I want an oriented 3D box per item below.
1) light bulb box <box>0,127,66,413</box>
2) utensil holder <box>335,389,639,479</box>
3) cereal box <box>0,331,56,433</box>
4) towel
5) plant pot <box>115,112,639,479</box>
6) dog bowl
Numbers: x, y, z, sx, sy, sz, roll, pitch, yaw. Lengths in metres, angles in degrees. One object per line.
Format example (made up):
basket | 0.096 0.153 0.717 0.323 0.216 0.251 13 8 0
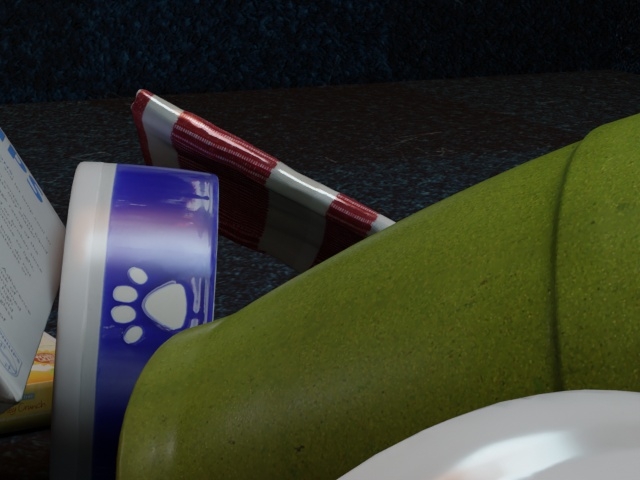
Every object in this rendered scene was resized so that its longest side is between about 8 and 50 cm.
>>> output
light bulb box | -0.380 0.045 1.065 0.358 0.225 0.361 -30 15 4
utensil holder | 0.149 0.260 0.431 0.328 0.327 0.385 -4 18 -25
cereal box | -0.320 0.113 1.444 0.173 0.047 0.240 -7 17 -34
towel | 0.000 0.000 1.283 0.329 0.037 0.237 29 -13 3
plant pot | 0.095 0.132 0.876 0.353 0.366 0.366 -15 6 26
dog bowl | -0.136 0.076 1.192 0.104 0.264 0.265 3 14 -5
